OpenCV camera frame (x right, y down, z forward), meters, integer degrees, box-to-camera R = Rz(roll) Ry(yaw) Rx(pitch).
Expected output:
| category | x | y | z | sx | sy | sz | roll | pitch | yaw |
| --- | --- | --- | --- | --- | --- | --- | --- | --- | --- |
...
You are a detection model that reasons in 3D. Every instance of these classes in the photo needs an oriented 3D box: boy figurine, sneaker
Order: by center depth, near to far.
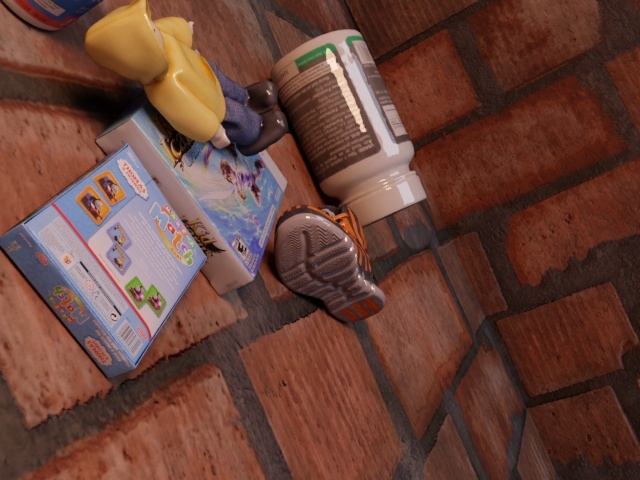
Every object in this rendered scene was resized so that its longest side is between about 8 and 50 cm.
| category | x | y | z | sx | sy | sz | roll | pitch | yaw |
| --- | --- | --- | --- | --- | --- | --- | --- | --- | --- |
| boy figurine | -0.155 | -0.199 | 0.776 | 0.285 | 0.092 | 0.177 | 27 | 43 | -59 |
| sneaker | 0.000 | 0.000 | 1.079 | 0.321 | 0.124 | 0.180 | 55 | 16 | -54 |

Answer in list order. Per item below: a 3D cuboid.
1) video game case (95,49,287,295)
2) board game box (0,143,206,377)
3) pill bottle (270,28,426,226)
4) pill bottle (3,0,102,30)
| category | x | y | z | sx | sy | sz | roll | pitch | yaw |
| --- | --- | --- | --- | --- | --- | --- | --- | --- | --- |
| video game case | -0.150 | -0.102 | 0.880 | 0.244 | 0.061 | 0.269 | 54 | 23 | -24 |
| board game box | -0.202 | 0.010 | 0.660 | 0.160 | 0.039 | 0.211 | 58 | 22 | -18 |
| pill bottle | 0.061 | -0.212 | 1.312 | 0.361 | 0.204 | 0.204 | 66 | 21 | 1 |
| pill bottle | -0.238 | -0.329 | 0.692 | 0.124 | 0.221 | 0.124 | 50 | 26 | -35 |
